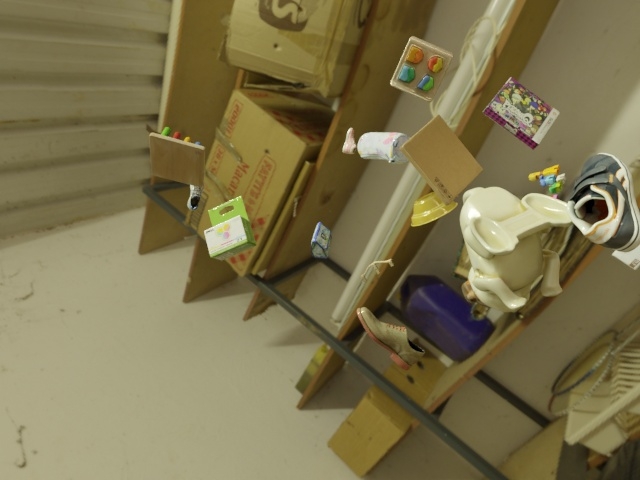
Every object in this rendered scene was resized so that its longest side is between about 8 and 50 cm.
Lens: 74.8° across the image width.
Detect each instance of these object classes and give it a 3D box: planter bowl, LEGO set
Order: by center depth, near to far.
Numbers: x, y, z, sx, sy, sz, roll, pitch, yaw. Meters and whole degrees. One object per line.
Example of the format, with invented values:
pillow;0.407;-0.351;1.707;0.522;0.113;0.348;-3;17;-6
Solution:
LEGO set;0.785;-0.201;1.469;0.227;0.093;0.087;-41;-68;-44
planter bowl;0.476;-0.152;1.825;0.217;0.090;0.217;-27;7;4

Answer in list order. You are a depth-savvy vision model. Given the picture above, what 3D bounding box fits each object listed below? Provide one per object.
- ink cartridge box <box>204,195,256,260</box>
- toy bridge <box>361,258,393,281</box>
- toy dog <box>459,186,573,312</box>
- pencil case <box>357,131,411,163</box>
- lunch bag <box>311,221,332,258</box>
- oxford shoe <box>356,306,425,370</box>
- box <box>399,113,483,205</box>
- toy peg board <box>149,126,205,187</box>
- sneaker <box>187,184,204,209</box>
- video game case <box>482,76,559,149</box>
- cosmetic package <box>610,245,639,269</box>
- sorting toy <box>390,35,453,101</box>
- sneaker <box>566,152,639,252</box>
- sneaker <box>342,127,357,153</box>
ink cartridge box;-0.417;-0.065;1.863;0.188;0.255;0.097;-23;-17;11
toy bridge;0.290;0.144;2.179;0.188;0.063;0.026;-32;7;15
toy dog;0.567;0.062;1.349;0.284;0.395;0.408;-28;-51;-15
pencil case;0.268;-0.389;1.757;0.113;0.273;0.124;19;-84;-31
lunch bag;0.000;0.000;2.154;0.151;0.096;0.129;67;-149;-48
oxford shoe;0.300;0.393;1.793;0.130;0.348;0.123;-42;10;16
box;0.331;-0.220;1.134;0.164;0.201;0.021;-42;4;-21
toy peg board;-0.433;-0.266;1.301;0.161;0.160;0.079;113;168;-50
sneaker;-0.466;-0.176;1.577;0.052;0.058;0.135;6;-77;-23
video game case;0.748;-0.475;1.556;0.210;0.232;0.042;-47;-7;-25
cosmetic package;1.025;0.030;1.366;0.231;0.085;0.117;9;-60;-56
sorting toy;0.415;-0.702;1.720;0.038;0.193;0.208;-63;-3;-73
sneaker;0.723;-0.123;1.090;0.126;0.127;0.321;112;172;-50
sneaker;0.168;-0.516;2.193;0.051;0.070;0.134;-4;-68;-67
